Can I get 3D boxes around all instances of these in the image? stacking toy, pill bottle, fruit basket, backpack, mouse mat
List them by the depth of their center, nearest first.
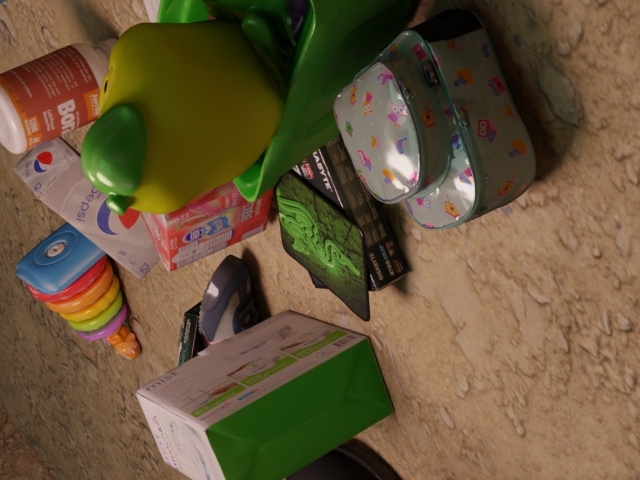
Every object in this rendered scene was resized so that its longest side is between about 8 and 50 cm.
[{"bbox_3d":[0.112,-0.103,1.338,0.188,0.144,0.166,60,151,1],"label":"backpack"},{"bbox_3d":[-0.104,-0.190,1.387,0.283,0.392,0.392,59,156,19],"label":"fruit basket"},{"bbox_3d":[0.000,0.000,1.698,0.190,0.007,0.152,41,149,41],"label":"mouse mat"},{"bbox_3d":[-0.389,-0.224,2.103,0.121,0.216,0.121,45,151,34],"label":"pill bottle"},{"bbox_3d":[-0.431,0.123,2.664,0.175,0.166,0.302,24,150,49],"label":"stacking toy"}]

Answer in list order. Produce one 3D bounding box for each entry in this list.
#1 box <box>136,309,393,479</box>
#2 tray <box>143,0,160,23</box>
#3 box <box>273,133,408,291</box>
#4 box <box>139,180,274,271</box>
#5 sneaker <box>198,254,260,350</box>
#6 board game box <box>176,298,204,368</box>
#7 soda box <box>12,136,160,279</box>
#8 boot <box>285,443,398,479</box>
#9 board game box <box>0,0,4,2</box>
[{"bbox_3d":[-0.080,0.216,1.896,0.231,0.262,0.126,11,125,59],"label":"box"},{"bbox_3d":[-0.195,-0.286,1.887,0.145,0.030,0.270,28,138,53],"label":"tray"},{"bbox_3d":[0.008,-0.047,1.706,0.175,0.051,0.220,0,115,63],"label":"box"},{"bbox_3d":[-0.159,-0.077,1.796,0.142,0.154,0.300,63,170,10],"label":"box"},{"bbox_3d":[-0.108,0.158,2.119,0.131,0.112,0.319,22,137,19],"label":"sneaker"},{"bbox_3d":[-0.195,0.164,2.175,0.186,0.026,0.126,-37,-44,-84],"label":"board game box"},{"bbox_3d":[-0.353,-0.053,2.216,0.098,0.091,0.286,42,177,40],"label":"soda box"},{"bbox_3d":[-0.046,0.412,1.806,0.367,0.445,0.146,33,114,37],"label":"boot"},{"bbox_3d":[-0.645,-0.496,2.224,0.308,0.302,0.086,60,155,3],"label":"board game box"}]
